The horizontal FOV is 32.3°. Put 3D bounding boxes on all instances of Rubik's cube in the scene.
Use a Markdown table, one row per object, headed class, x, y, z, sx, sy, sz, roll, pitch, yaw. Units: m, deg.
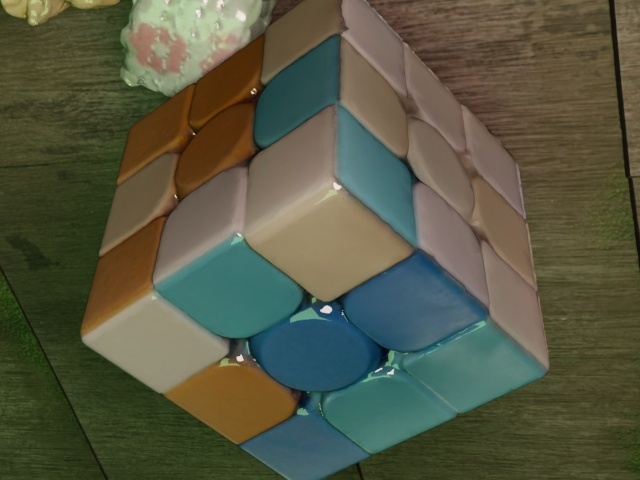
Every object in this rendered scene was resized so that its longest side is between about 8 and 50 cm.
| class | x | y | z | sx | sy | sz | roll | pitch | yaw |
| --- | --- | --- | --- | --- | --- | --- | --- | --- | --- |
| Rubik's cube | 0.000 | 0.000 | 1.193 | 0.344 | 0.347 | 0.346 | -31 | 125 | 29 |

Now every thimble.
| class | x | y | z | sx | sy | sz | roll | pitch | yaw |
| --- | --- | --- | --- | --- | --- | --- | --- | --- | --- |
| thimble | -0.141 | -0.262 | 1.308 | 0.149 | 0.185 | 0.211 | 22 | 93 | -2 |

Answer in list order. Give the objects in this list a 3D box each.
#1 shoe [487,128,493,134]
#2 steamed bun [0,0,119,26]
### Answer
| class | x | y | z | sx | sy | sz | roll | pitch | yaw |
| --- | --- | --- | --- | --- | --- | --- | --- | --- | --- |
| shoe | 0.115 | -0.048 | 1.444 | 0.291 | 0.114 | 0.137 | -29 | 108 | 37 |
| steamed bun | -0.300 | -0.407 | 1.290 | 0.292 | 0.137 | 0.295 | 7 | 115 | 24 |
